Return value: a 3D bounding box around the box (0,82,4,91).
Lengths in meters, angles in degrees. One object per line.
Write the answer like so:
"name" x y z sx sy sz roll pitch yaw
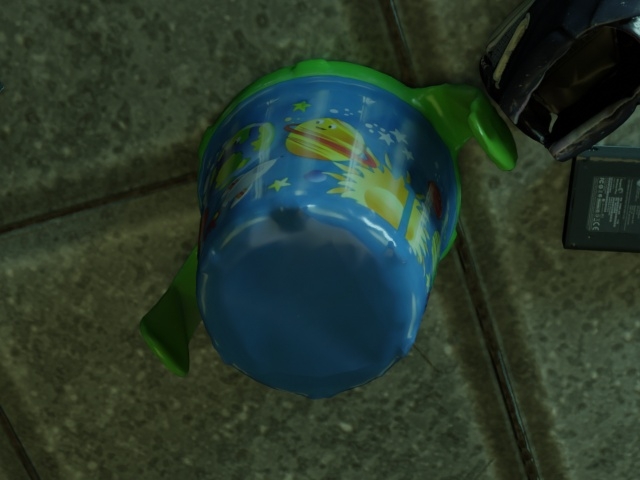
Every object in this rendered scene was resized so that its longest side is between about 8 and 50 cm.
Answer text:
"box" -0.325 -0.149 0.961 0.067 0.018 0.083 -24 112 17

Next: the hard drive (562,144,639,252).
"hard drive" 0.282 -0.033 0.961 0.135 0.022 0.094 3 117 4

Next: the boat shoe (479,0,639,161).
"boat shoe" 0.258 -0.194 0.806 0.127 0.158 0.340 36 115 -13

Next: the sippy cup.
"sippy cup" 0.000 0.000 0.892 0.240 0.224 0.306 17 117 -4
